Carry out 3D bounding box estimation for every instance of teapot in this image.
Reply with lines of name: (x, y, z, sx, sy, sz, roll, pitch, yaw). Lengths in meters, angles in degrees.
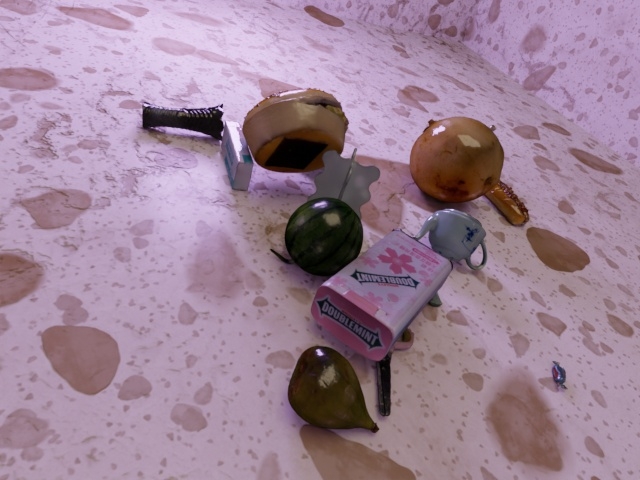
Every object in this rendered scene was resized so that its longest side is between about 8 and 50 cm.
teapot: (0.379, 0.003, 1.304, 0.231, 0.159, 0.159, 28, 37, -8)

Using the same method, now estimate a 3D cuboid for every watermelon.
watermelon: (0.000, 0.000, 1.087, 0.188, 0.214, 0.188, 43, 13, -13)

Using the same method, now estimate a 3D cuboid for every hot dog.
hot dog: (0.673, -0.156, 1.667, 0.102, 0.076, 0.249, -4, 45, -24)

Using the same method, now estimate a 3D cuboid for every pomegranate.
pomegranate: (0.450, -0.280, 1.542, 0.318, 0.319, 0.319, 13, 39, -11)

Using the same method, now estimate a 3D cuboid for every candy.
candy: (0.574, 0.323, 1.092, 0.030, 0.020, 0.083, 24, 36, 3)

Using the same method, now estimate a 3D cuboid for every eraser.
eraser: (-0.245, -0.251, 1.331, 0.052, 0.096, 0.225, 0, 43, -24)

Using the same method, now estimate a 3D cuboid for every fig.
fig: (0.036, 0.270, 0.822, 0.184, 0.127, 0.133, 17, 25, 0)

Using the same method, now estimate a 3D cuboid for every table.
table: (0.062, -0.146, 1.266, 0.166, 0.199, 0.167, 13, 38, -11)

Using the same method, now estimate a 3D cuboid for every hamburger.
hamburger: (-0.069, -0.309, 1.280, 0.299, 0.300, 0.176, -1, 75, -26)

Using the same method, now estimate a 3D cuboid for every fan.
fan: (0.290, 0.102, 1.228, 0.038, 0.016, 0.193, 14, 39, -13)

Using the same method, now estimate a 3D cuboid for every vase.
vase: (-0.419, -0.372, 1.399, 0.237, 0.116, 0.116, 0, 42, -17)

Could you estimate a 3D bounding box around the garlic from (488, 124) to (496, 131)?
garlic: (0.592, -0.364, 1.771, 0.218, 0.212, 0.219, 18, 37, -14)

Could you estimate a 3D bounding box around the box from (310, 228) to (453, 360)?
box: (0.156, 0.106, 1.052, 0.190, 0.112, 0.369, 35, 35, 20)

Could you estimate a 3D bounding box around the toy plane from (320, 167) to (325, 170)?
toy plane: (-0.023, -0.260, 1.463, 0.233, 0.083, 0.160, 24, 11, 2)

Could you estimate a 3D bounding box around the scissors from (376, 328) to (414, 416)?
scissors: (0.133, 0.236, 0.986, 0.159, 0.024, 0.318, 18, 37, -7)
